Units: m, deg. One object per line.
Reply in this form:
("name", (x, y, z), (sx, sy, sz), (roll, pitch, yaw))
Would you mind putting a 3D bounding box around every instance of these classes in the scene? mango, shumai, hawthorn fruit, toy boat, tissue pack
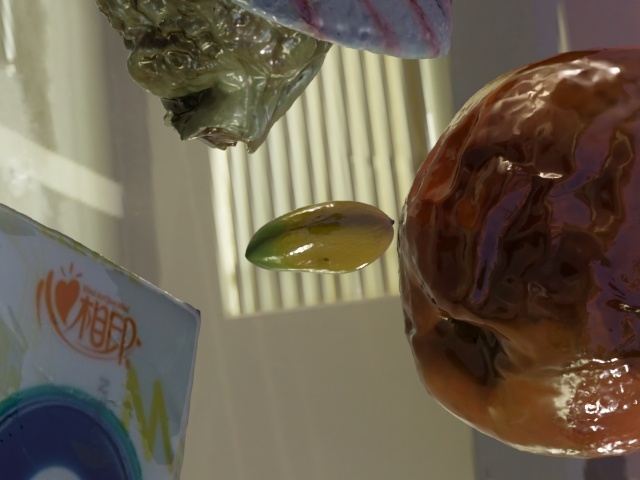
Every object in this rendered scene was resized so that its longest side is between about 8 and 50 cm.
("mango", (0.004, -0.005, 1.898), (0.137, 0.238, 0.091), (-61, -137, 40))
("shumai", (-0.102, -0.189, 1.246), (0.189, 0.256, 0.218), (-79, 170, -66))
("hawthorn fruit", (0.299, 0.016, 1.302), (0.472, 0.472, 0.471), (-8, 90, -79))
("toy boat", (0.008, -0.201, 0.910), (0.206, 0.096, 0.282), (49, 30, -2))
("tissue pack", (-0.239, 0.195, 0.919), (0.287, 0.162, 0.388), (35, 53, -50))
